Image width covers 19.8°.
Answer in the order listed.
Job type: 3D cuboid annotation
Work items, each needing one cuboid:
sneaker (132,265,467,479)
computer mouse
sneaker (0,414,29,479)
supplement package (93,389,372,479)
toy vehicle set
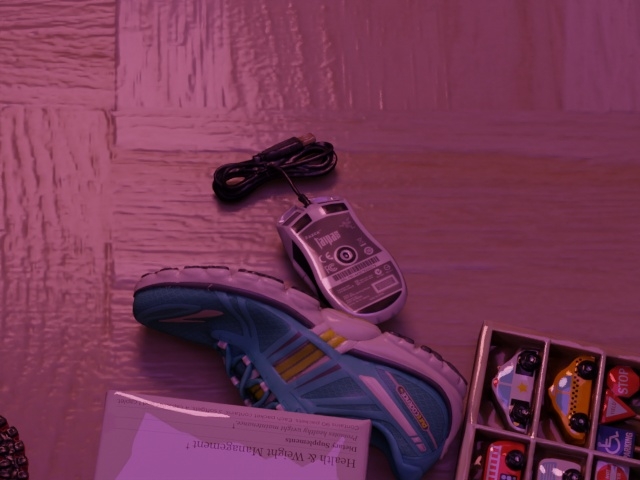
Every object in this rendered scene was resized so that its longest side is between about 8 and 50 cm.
[{"bbox_3d":[-0.024,0.098,1.410,0.275,0.107,0.110,23,73,6],"label":"sneaker"},{"bbox_3d":[0.000,0.000,1.490,0.106,0.042,0.193,-23,62,-20],"label":"computer mouse"},{"bbox_3d":[-0.235,0.240,1.326,0.088,0.093,0.225,-2,61,-19],"label":"sneaker"},{"bbox_3d":[-0.072,0.236,1.309,0.194,0.149,0.203,6,63,-2],"label":"supplement package"},{"bbox_3d":[0.184,0.204,1.410,0.166,0.035,0.267,12,64,0],"label":"toy vehicle set"}]
